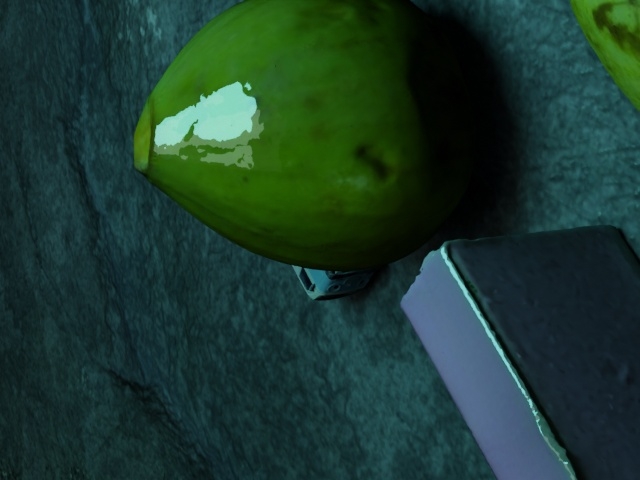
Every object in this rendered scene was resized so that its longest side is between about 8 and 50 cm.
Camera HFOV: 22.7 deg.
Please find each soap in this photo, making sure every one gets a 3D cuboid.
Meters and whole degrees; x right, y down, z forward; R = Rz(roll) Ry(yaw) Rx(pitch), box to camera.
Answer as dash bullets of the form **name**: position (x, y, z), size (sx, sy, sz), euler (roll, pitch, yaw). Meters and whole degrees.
- **soap**: position (0.189, 0.114, 1.105), size (0.259, 0.181, 0.081), euler (60, 137, 27)

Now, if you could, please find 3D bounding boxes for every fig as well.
- **fig**: position (-0.016, -0.085, 1.283), size (0.239, 0.271, 0.239), euler (168, 90, -77)

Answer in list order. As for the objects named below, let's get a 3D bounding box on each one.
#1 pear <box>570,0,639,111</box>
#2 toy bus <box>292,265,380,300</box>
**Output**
- **pear**: position (0.266, -0.176, 0.864), size (0.283, 0.283, 0.283), euler (18, 112, 53)
- **toy bus**: position (0.000, 0.000, 1.466), size (0.123, 0.060, 0.075), euler (62, 146, 30)
